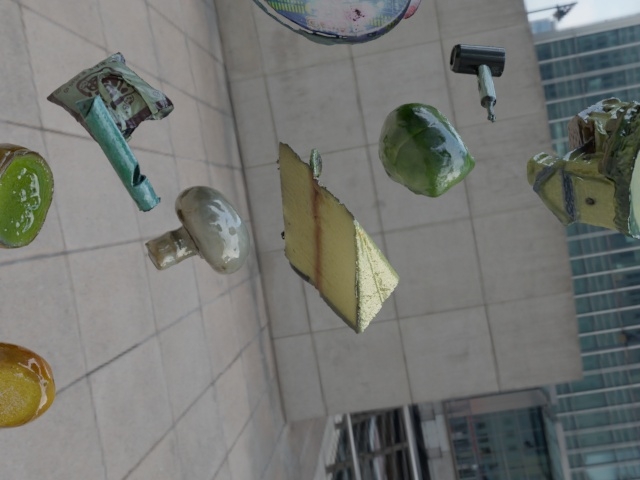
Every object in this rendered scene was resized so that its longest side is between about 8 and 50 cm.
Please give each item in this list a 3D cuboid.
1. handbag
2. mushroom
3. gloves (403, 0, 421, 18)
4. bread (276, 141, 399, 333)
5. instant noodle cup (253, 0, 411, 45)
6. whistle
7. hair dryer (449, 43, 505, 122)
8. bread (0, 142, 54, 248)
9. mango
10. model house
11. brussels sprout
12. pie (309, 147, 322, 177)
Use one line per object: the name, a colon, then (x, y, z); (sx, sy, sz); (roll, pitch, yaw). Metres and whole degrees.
handbag: (-0.491, -0.334, 1.550); (0.235, 0.213, 0.127); (39, -28, 24)
mushroom: (-0.242, -0.003, 1.385); (0.209, 0.206, 0.206); (-59, 159, -17)
gloves: (0.098, -0.557, 1.379); (0.145, 0.241, 0.126); (-55, -142, 34)
bread: (0.000, 0.000, 1.756); (0.345, 0.242, 0.405); (42, -1, 36)
instant noodle cup: (0.047, -0.492, 0.942); (0.284, 0.284, 0.312); (71, 37, -56)
whistle: (-0.290, -0.124, 0.954); (0.039, 0.039, 0.186); (-92, 163, -53)
hair dryer: (0.303, -0.294, 1.238); (0.057, 0.100, 0.198); (96, -5, -53)
bread: (-0.670, -0.095, 1.428); (0.236, 0.070, 0.236); (14, 90, -79)
mango: (-0.568, 0.247, 1.152); (0.102, 0.217, 0.141); (102, 3, -76)
model house: (0.586, -0.178, 1.339); (0.266, 0.321, 0.261); (17, -50, 49)
brussels sprout: (0.146, -0.128, 0.954); (0.155, 0.117, 0.155); (52, 2, -3)
pie: (-0.012, -0.208, 1.759); (0.084, 0.020, 0.084); (-1, 90, -76)
